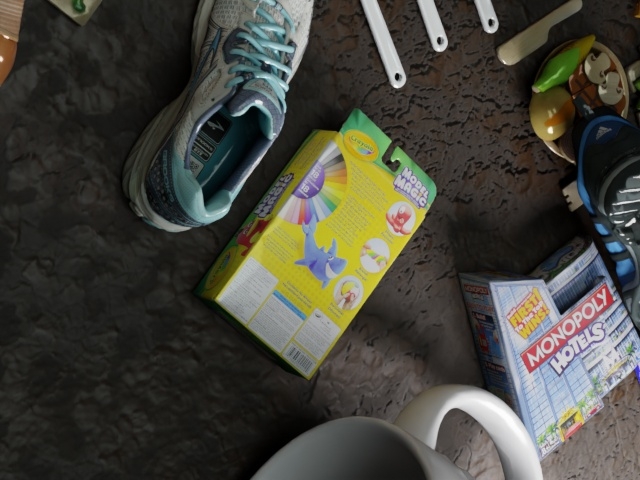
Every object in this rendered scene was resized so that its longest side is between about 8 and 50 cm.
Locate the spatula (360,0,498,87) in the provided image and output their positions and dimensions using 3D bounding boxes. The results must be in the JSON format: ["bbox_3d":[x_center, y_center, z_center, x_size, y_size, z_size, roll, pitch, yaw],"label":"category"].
[{"bbox_3d":[0.083,-0.281,1.341,0.168,0.019,0.242,-31,109,-23],"label":"spatula"}]

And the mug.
[{"bbox_3d":[0.110,0.311,1.301,0.328,0.276,0.374,38,57,-34],"label":"mug"}]

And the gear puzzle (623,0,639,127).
[{"bbox_3d":[0.412,-0.149,1.521,0.175,0.044,0.339,-28,108,-23],"label":"gear puzzle"}]

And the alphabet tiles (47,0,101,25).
[{"bbox_3d":[-0.240,-0.352,1.161,0.285,0.011,0.342,38,78,-26],"label":"alphabet tiles"}]

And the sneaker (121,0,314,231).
[{"bbox_3d":[-0.059,-0.132,1.221,0.110,0.122,0.283,26,83,-29],"label":"sneaker"}]

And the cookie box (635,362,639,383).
[{"bbox_3d":[0.397,0.137,1.549,0.107,0.040,0.092,-29,109,-22],"label":"cookie box"}]

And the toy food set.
[{"bbox_3d":[0.265,-0.139,1.445,0.132,0.038,0.192,-37,112,-20],"label":"toy food set"}]

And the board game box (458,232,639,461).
[{"bbox_3d":[0.229,0.087,1.441,0.194,0.060,0.194,-37,112,-20],"label":"board game box"}]

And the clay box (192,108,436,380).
[{"bbox_3d":[0.000,0.000,1.309,0.127,0.053,0.222,43,74,-26],"label":"clay box"}]

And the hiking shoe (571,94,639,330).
[{"bbox_3d":[0.330,-0.019,1.437,0.113,0.132,0.304,-25,140,2],"label":"hiking shoe"}]

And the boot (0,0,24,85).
[{"bbox_3d":[-0.329,-0.156,1.097,0.197,0.073,0.152,15,99,-27],"label":"boot"}]
